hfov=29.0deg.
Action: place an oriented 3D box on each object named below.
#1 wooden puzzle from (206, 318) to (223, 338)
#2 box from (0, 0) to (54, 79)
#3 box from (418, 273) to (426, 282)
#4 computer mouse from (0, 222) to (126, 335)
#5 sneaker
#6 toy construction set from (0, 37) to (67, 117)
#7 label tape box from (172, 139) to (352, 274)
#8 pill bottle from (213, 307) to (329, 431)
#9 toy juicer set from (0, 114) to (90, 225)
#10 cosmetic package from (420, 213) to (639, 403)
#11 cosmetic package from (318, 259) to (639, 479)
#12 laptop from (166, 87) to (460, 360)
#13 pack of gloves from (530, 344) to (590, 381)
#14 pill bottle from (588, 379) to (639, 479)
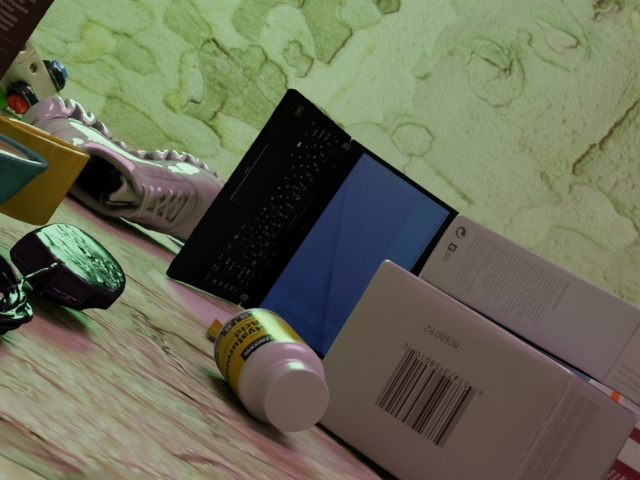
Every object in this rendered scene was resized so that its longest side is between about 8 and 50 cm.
[{"bbox_3d":[-0.056,0.106,1.116,0.116,0.014,0.078,34,6,-12],"label":"wooden puzzle"},{"bbox_3d":[-0.357,-0.329,1.269,0.191,0.381,0.143,35,2,23],"label":"box"},{"bbox_3d":[0.139,0.132,1.565,0.231,0.056,0.183,35,43,10],"label":"box"},{"bbox_3d":[-0.175,0.030,0.751,0.071,0.041,0.242,43,8,2],"label":"computer mouse"},{"bbox_3d":[-0.211,-0.058,1.423,0.292,0.110,0.118,23,16,-35],"label":"sneaker"},{"bbox_3d":[-0.462,-0.276,1.711,0.215,0.151,0.328,13,-29,38],"label":"toy construction set"},{"bbox_3d":[-0.005,-0.022,1.680,0.333,0.240,0.106,34,42,-35],"label":"label tape box"},{"bbox_3d":[-0.034,0.096,0.905,0.065,0.065,0.116,33,2,-25],"label":"pill bottle"},{"bbox_3d":[-0.262,-0.080,0.733,0.209,0.090,0.329,25,4,-2],"label":"toy juicer set"},{"bbox_3d":[0.228,0.068,1.250,0.231,0.085,0.117,32,1,35],"label":"cosmetic package"},{"bbox_3d":[0.152,0.160,1.146,0.197,0.155,0.365,31,1,25],"label":"cosmetic package"},{"bbox_3d":[0.000,0.000,1.348,0.136,0.234,0.264,34,1,26],"label":"laptop"},{"bbox_3d":[0.207,0.164,1.403,0.232,0.195,0.046,25,39,32],"label":"pack of gloves"},{"bbox_3d":[0.429,0.285,1.655,0.392,0.224,0.224,34,2,-21],"label":"pill bottle"}]
